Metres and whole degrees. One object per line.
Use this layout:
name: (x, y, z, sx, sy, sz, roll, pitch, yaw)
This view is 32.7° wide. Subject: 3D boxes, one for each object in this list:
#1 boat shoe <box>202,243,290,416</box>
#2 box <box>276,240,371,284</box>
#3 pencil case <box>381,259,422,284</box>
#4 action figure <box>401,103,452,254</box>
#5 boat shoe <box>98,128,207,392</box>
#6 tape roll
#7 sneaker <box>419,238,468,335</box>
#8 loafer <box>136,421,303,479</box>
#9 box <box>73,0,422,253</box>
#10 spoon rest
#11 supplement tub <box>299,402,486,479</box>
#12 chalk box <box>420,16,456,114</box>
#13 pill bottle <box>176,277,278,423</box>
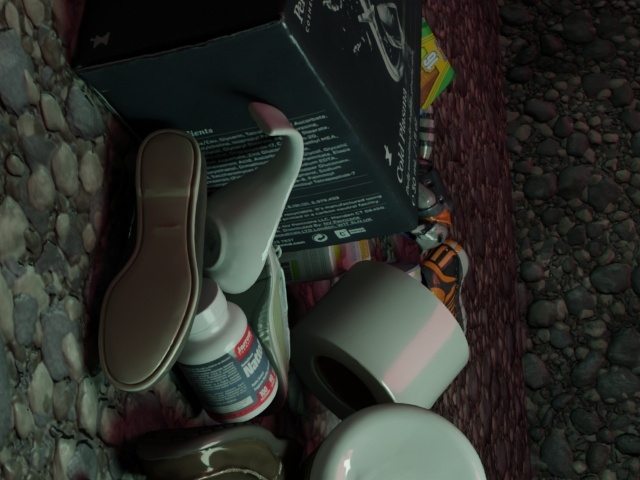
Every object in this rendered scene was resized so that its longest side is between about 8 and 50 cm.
boat shoe: (-0.100, 0.086, 1.523, 0.103, 0.118, 0.320, -63, 144, -66)
box: (0.000, 0.000, 1.822, 0.203, 0.103, 0.114, -20, 101, -69)
pencil case: (0.170, 0.178, 2.183, 0.124, 0.113, 0.273, -58, 136, -74)
action figure: (0.186, -0.137, 2.279, 0.341, 0.178, 0.330, 10, 63, -69)
boat shoe: (-0.188, 0.029, 1.307, 0.095, 0.112, 0.335, 83, 12, -65)
tape roll: (0.088, 0.174, 1.716, 0.169, 0.246, 0.246, -46, 131, -26)
sneaker: (0.226, 0.160, 2.360, 0.180, 0.124, 0.321, -41, 139, -39)
loafer: (-0.107, 0.305, 1.375, 0.366, 0.133, 0.130, 32, 52, -63)
box: (-0.064, -0.306, 1.524, 0.472, 0.297, 0.480, 49, 37, -51)
spoon rest: (-0.089, -0.049, 1.361, 0.084, 0.276, 0.137, -9, 51, -38)
supplement tub: (0.081, 0.375, 1.544, 0.331, 0.241, 0.241, 116, -25, -68)
chalk box: (0.057, -0.265, 1.887, 0.289, 0.179, 0.180, -49, 144, -3)
pill bottle: (-0.134, 0.141, 1.411, 0.108, 0.108, 0.180, -74, 148, -48)
